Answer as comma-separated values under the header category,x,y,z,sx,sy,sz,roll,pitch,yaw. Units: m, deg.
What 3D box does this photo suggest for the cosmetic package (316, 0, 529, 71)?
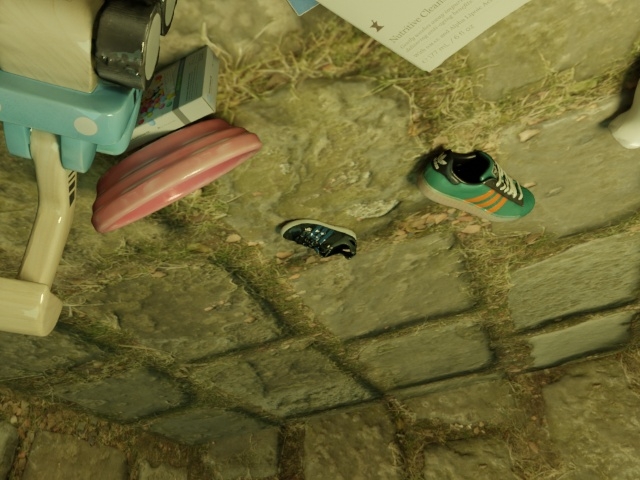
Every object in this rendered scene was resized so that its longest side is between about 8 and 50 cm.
category,x,y,z,sx,sy,sz,roll,pitch,yaw
cosmetic package,0.074,-0.401,0.626,0.385,0.156,0.217,17,155,-30

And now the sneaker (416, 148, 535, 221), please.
category,x,y,z,sx,sy,sz,roll,pitch,yaw
sneaker,0.375,-0.125,1.137,0.303,0.108,0.121,10,146,-19

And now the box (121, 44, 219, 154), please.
category,x,y,z,sx,sy,sz,roll,pitch,yaw
box,-0.260,-0.237,0.850,0.186,0.145,0.038,-19,140,18

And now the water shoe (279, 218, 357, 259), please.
category,x,y,z,sx,sy,sz,roll,pitch,yaw
water shoe,0.000,0.000,1.276,0.203,0.080,0.072,6,142,-17

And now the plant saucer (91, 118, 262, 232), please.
category,x,y,z,sx,sy,sz,roll,pitch,yaw
plant saucer,-0.268,-0.126,0.921,0.332,0.332,0.084,-26,99,25

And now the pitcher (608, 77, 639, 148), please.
category,x,y,z,sx,sy,sz,roll,pitch,yaw
pitcher,0.685,-0.285,0.970,0.178,0.125,0.207,-24,157,-10

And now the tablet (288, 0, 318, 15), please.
category,x,y,z,sx,sy,sz,roll,pitch,yaw
tablet,-0.034,-0.394,0.784,0.054,0.006,0.083,-23,140,22

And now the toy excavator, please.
category,x,y,z,sx,sy,sz,roll,pitch,yaw
toy excavator,-0.355,-0.143,0.704,0.223,0.432,0.445,11,137,-13
